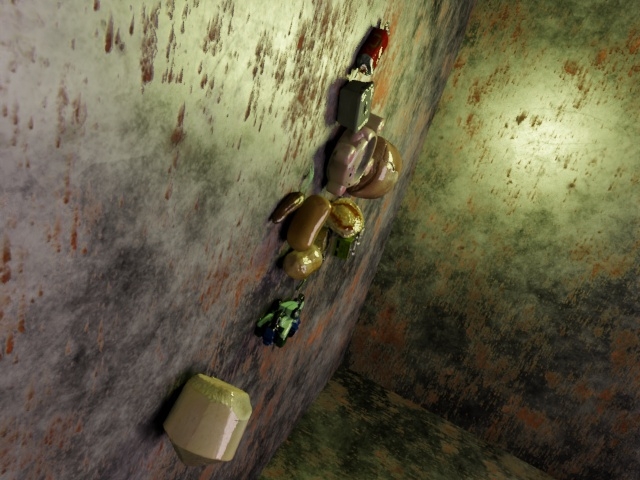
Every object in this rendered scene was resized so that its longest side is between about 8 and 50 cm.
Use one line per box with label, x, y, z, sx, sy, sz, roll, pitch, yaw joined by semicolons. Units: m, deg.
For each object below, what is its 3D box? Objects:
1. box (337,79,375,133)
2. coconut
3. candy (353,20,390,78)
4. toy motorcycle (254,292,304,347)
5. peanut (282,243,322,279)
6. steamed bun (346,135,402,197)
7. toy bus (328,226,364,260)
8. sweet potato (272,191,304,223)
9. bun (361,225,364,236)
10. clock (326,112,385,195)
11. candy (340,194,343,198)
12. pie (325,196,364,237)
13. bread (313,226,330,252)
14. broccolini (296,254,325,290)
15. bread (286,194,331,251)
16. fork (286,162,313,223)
box;0.122;-0.486;1.502;0.124;0.093;0.172;-52;159;-40
coconut;-0.343;0.550;1.261;0.239;0.239;0.244;69;42;-67
candy;0.189;-0.680;1.505;0.292;0.059;0.086;-62;161;-16
toy motorcycle;-0.150;0.339;1.753;0.331;0.125;0.196;-28;138;-70
peanut;-0.066;0.079;1.632;0.224;0.129;0.129;-44;153;-56
steamed bun;0.268;-0.326;1.970;0.301;0.199;0.251;-68;163;9
toy bus;0.114;-0.013;1.940;0.301;0.140;0.113;-52;154;-67
sweet potato;-0.102;-0.115;1.395;0.182;0.054;0.053;-48;147;-39
bun;0.166;-0.057;2.162;0.172;0.120;0.172;-58;162;-31
clock;0.134;-0.339;1.680;0.309;0.114;0.283;-52;165;-39
candy;0.102;-0.206;1.931;0.035;0.035;0.122;-52;151;-47
pie;0.106;-0.102;1.814;0.084;0.178;0.205;-40;178;41
bread;0.000;0.000;1.827;0.156;0.064;0.117;72;39;-75
broccolini;-0.049;0.143;1.940;0.218;0.044;0.042;-50;173;-29
bread;-0.051;-0.067;1.506;0.217;0.098;0.147;-62;-162;-11
fork;-0.065;-0.165;1.491;0.235;0.021;0.039;-68;160;4
